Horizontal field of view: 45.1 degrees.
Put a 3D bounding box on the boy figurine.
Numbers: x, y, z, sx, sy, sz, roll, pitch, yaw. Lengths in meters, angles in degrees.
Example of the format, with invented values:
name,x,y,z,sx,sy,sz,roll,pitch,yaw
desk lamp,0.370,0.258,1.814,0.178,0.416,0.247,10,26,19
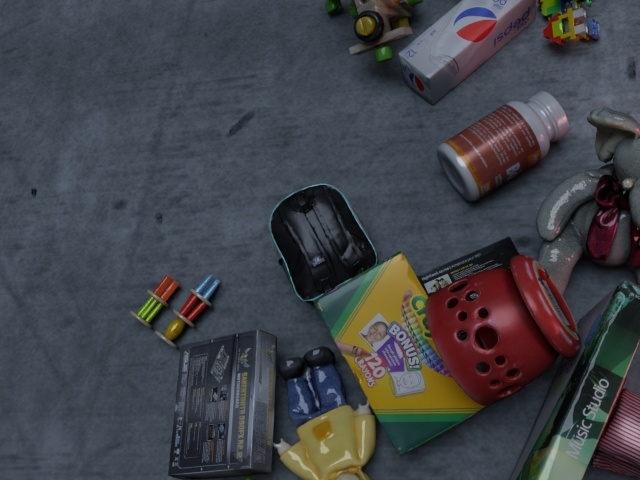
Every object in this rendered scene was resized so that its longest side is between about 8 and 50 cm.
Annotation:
name,x,y,z,sx,sy,sz,roll,pitch,yaw
boy figurine,0.008,0.325,1.252,0.177,0.092,0.285,-19,59,2

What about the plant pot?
name,x,y,z,sx,sy,sz,roll,pitch,yaw
plant pot,0.279,0.128,1.155,0.174,0.191,0.191,-31,60,21

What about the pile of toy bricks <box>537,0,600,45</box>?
name,x,y,z,sx,sy,sz,roll,pitch,yaw
pile of toy bricks,0.474,-0.473,1.511,0.105,0.118,0.212,-11,78,40

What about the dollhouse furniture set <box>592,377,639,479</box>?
name,x,y,z,sx,sy,sz,roll,pitch,yaw
dollhouse furniture set,0.438,0.404,1.070,0.201,0.152,0.374,21,73,22

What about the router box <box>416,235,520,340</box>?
name,x,y,z,sx,sy,sz,roll,pitch,yaw
router box,0.272,0.088,1.318,0.179,0.046,0.133,-23,62,3

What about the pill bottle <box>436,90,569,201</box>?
name,x,y,z,sx,sy,sz,roll,pitch,yaw
pill bottle,0.329,-0.173,1.383,0.216,0.121,0.121,-32,62,-1

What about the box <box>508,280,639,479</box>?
name,x,y,z,sx,sy,sz,roll,pitch,yaw
box,0.370,0.235,1.119,0.059,0.232,0.322,25,73,11

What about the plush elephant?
name,x,y,z,sx,sy,sz,roll,pitch,yaw
plush elephant,0.494,-0.061,1.201,0.272,0.255,0.329,17,65,7

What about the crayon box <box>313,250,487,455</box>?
name,x,y,z,sx,sy,sz,roll,pitch,yaw
crayon box,0.129,0.178,1.240,0.165,0.081,0.278,-30,83,2

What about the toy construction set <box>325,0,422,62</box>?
name,x,y,z,sx,sy,sz,roll,pitch,yaw
toy construction set,0.161,-0.476,1.523,0.309,0.257,0.237,-16,86,8

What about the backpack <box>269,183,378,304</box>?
name,x,y,z,sx,sy,sz,roll,pitch,yaw
backpack,0.000,0.000,1.365,0.166,0.144,0.188,-28,88,2

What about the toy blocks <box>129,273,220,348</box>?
name,x,y,z,sx,sy,sz,roll,pitch,yaw
toy blocks,-0.266,0.111,1.439,0.123,0.054,0.148,33,77,24

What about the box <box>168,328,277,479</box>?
name,x,y,z,sx,sy,sz,roll,pitch,yaw
box,-0.164,0.277,1.301,0.183,0.056,0.230,-16,61,31

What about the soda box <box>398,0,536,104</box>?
name,x,y,z,sx,sy,sz,roll,pitch,yaw
soda box,0.291,-0.402,1.514,0.286,0.098,0.091,-40,63,-7

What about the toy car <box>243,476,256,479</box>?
name,x,y,z,sx,sy,sz,roll,pitch,yaw
toy car,-0.125,0.494,1.188,0.155,0.149,0.188,-41,74,7
